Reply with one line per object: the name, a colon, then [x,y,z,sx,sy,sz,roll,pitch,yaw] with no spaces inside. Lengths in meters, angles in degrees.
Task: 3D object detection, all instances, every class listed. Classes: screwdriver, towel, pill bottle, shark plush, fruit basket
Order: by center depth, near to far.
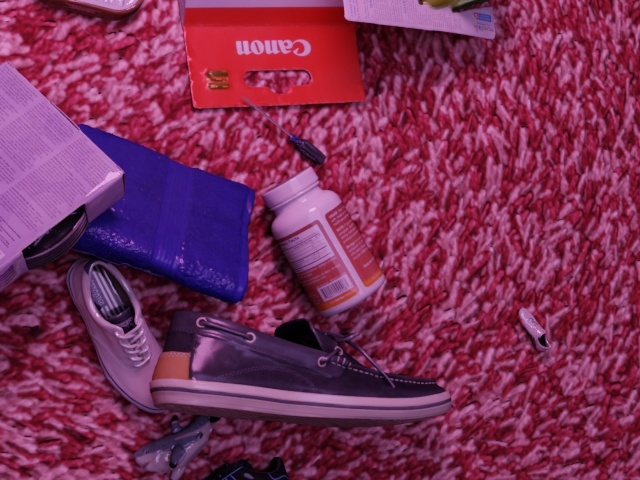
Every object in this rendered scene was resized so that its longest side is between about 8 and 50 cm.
towel: [-0.248,-0.035,1.826,0.308,0.076,0.228,22,43,-19]
shark plush: [-0.203,0.286,1.848,0.067,0.073,0.161,37,74,17]
pill bottle: [0.000,0.000,1.929,0.121,0.121,0.216,-32,96,-23]
screwdriver: [-0.060,-0.176,1.978,0.170,0.025,0.024,36,71,-14]
fruit basket: [0.145,-0.493,1.993,0.353,0.165,0.327,-4,85,-36]

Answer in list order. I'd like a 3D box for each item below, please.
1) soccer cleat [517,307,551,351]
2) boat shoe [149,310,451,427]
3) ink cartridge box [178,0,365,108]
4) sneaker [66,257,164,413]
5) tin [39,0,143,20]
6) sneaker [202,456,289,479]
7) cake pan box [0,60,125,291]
soccer cleat: [0.367,0.152,2.113,0.029,0.035,0.083,-30,96,-23]
boat shoe: [-0.014,0.197,1.858,0.500,0.187,0.156,10,73,-27]
ink cartridge box: [-0.071,-0.411,1.964,0.308,0.091,0.385,-5,85,-23]
sneaker: [-0.288,0.141,1.805,0.094,0.091,0.258,-35,98,-22]
tin: [-0.355,-0.397,1.872,0.189,0.040,0.106,10,84,-22]
sneaker: [-0.153,0.377,1.847,0.232,0.081,0.091,-1,82,-30]
cake pan box: [-0.433,-0.084,1.672,0.267,0.070,0.245,42,69,15]
